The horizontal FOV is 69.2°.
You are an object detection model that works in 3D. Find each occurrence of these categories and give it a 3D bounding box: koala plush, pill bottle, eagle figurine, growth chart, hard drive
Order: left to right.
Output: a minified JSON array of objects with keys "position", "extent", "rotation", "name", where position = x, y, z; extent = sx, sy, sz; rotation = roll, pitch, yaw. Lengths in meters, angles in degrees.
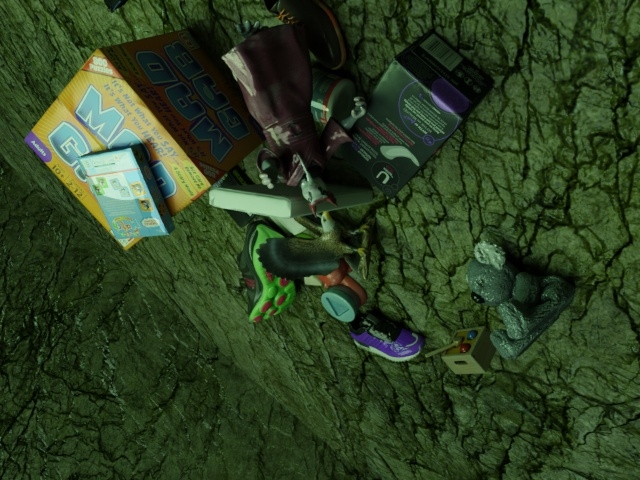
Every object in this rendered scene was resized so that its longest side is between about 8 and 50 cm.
[{"position":[-0.094,-0.090,1.466],"extent":[0.237,0.021,0.172],"rotation":[-17,115,52],"name":"growth chart"},{"position":[-0.057,-0.107,1.125],"extent":[0.233,0.353,0.047],"rotation":[11,105,32],"name":"hard drive"},{"position":[-0.021,-0.331,1.044],"extent":[0.180,0.108,0.108],"rotation":[26,143,23],"name":"pill bottle"},{"position":[-0.001,-0.010,1.281],"extent":[0.298,0.226,0.225],"rotation":[3,107,13],"name":"eagle figurine"},{"position":[0.427,0.113,1.061],"extent":[0.221,0.203,0.196],"rotation":[46,165,33],"name":"koala plush"}]

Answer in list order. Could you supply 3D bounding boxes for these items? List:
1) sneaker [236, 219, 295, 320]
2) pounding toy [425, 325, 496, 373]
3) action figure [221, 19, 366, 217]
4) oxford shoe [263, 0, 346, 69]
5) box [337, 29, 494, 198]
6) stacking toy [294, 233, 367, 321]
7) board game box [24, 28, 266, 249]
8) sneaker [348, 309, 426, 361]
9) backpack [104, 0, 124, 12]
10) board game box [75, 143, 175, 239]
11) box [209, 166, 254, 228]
[{"position":[-0.200,0.119,1.686],"extent":[0.202,0.185,0.483],"rotation":[53,146,35],"name":"sneaker"},{"position":[0.399,0.309,1.312],"extent":[0.100,0.130,0.141],"rotation":[49,146,-10],"name":"pounding toy"},{"position":[-0.074,-0.217,0.898],"extent":[0.275,0.248,0.370],"rotation":[8,119,59],"name":"action figure"},{"position":[-0.053,-0.457,0.943],"extent":[0.271,0.098,0.097],"rotation":[51,146,-13],"name":"oxford shoe"},{"position":[0.176,-0.237,0.917],"extent":[0.165,0.143,0.270],"rotation":[43,147,3],"name":"box"},{"position":[0.002,0.129,1.515],"extent":[0.279,0.130,0.309],"rotation":[17,138,32],"name":"stacking toy"},{"position":[-0.426,-0.266,1.208],"extent":[0.356,0.357,0.356],"rotation":[-29,107,30],"name":"board game box"},{"position":[0.200,0.303,1.534],"extent":[0.293,0.102,0.146],"rotation":[1,128,45],"name":"sneaker"},{"position":[-0.543,-0.678,1.206],"extent":[0.105,0.084,0.114],"rotation":[-6,129,48],"name":"backpack"},{"position":[-0.446,-0.106,1.069],"extent":[0.160,0.039,0.212],"rotation":[-4,117,21],"name":"board game box"},{"position":[-0.282,-0.148,1.557],"extent":[0.184,0.045,0.190],"rotation":[53,147,-3],"name":"box"}]
